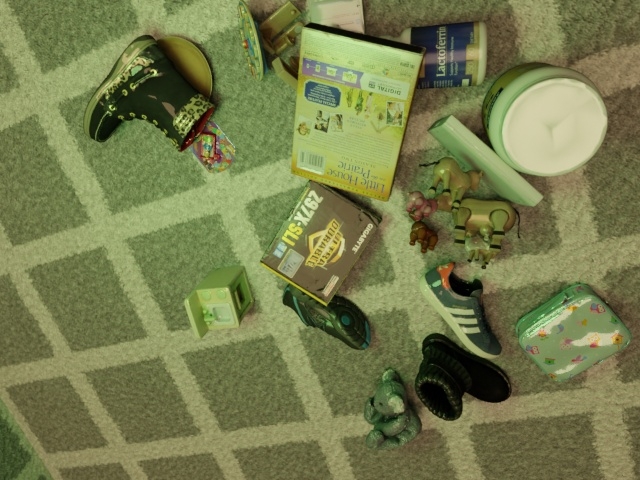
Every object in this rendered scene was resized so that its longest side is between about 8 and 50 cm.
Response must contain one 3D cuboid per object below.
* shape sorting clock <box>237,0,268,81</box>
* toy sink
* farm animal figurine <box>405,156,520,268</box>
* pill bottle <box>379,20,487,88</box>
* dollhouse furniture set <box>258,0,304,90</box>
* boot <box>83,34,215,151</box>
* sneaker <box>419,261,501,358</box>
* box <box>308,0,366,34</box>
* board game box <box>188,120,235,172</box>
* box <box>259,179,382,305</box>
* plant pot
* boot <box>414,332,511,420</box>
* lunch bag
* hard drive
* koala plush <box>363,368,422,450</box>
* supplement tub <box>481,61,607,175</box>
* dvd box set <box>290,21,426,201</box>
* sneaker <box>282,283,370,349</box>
[{"bbox_3d":[-0.192,-0.535,1.296,0.040,0.206,0.206,-20,108,-9],"label":"shape sorting clock"},{"bbox_3d":[-0.328,0.205,1.611,0.131,0.234,0.153,-7,109,17],"label":"toy sink"},{"bbox_3d":[0.393,-0.091,1.329,0.326,0.172,0.330,18,152,4],"label":"farm animal figurine"},{"bbox_3d":[0.282,-0.467,1.227,0.264,0.153,0.153,0,112,14],"label":"pill bottle"},{"bbox_3d":[-0.068,-0.518,1.297,0.123,0.144,0.151,-31,66,23],"label":"dollhouse furniture set"},{"bbox_3d":[-0.516,-0.375,1.441,0.284,0.138,0.377,42,110,-6],"label":"boot"},{"bbox_3d":[0.466,0.212,1.475,0.350,0.131,0.148,46,119,-7],"label":"sneaker"},{"bbox_3d":[0.041,-0.636,1.279,0.145,0.038,0.186,-3,110,15],"label":"box"},{"bbox_3d":[-0.353,-0.293,1.521,0.133,0.033,0.169,-34,101,24],"label":"board game box"},{"bbox_3d":[0.000,0.000,1.493,0.257,0.079,0.322,33,101,1],"label":"box"},{"bbox_3d":[-0.434,-0.493,1.459,0.236,0.032,0.236,5,114,12],"label":"plant pot"},{"bbox_3d":[0.452,0.468,1.513,0.348,0.260,0.131,30,116,1],"label":"boot"},{"bbox_3d":[0.751,0.270,1.443,0.224,0.108,0.279,47,113,-2],"label":"lunch bag"},{"bbox_3d":[0.427,-0.210,1.272,0.307,0.203,0.040,41,97,-5],"label":"hard drive"},{"bbox_3d":[0.250,0.575,1.660,0.203,0.196,0.221,-4,111,3],"label":"koala plush"},{"bbox_3d":[0.519,-0.292,1.142,0.241,0.331,0.241,5,113,12],"label":"supplement tub"},{"bbox_3d":[0.082,-0.327,1.279,0.307,0.062,0.420,18,130,13],"label":"dvd box set"},{"bbox_3d":[0.022,0.252,1.625,0.341,0.125,0.140,41,132,1],"label":"sneaker"}]
